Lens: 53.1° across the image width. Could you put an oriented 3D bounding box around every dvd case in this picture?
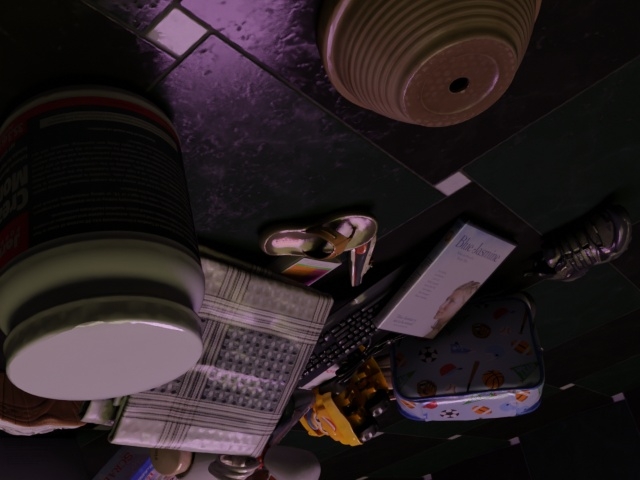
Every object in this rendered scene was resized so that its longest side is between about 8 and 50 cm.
[{"bbox_3d":[0.226,0.076,1.146,0.180,0.022,0.253,18,117,-43],"label":"dvd case"}]

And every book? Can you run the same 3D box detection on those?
[{"bbox_3d":[-0.048,0.057,1.053,0.144,0.035,0.096,-35,146,30],"label":"book"}]

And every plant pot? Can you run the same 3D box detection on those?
[{"bbox_3d":[0.123,-0.195,0.649,0.238,0.109,0.237,-13,149,-8],"label":"plant pot"}]

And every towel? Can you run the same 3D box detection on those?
[{"bbox_3d":[-0.160,0.178,0.969,0.324,0.056,0.312,22,97,-32],"label":"towel"}]

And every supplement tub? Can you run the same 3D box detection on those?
[{"bbox_3d":[-0.220,-0.001,0.638,0.191,0.272,0.191,-12,149,-7],"label":"supplement tub"}]

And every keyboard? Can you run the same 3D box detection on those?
[{"bbox_3d":[0.085,0.167,1.173,0.317,0.033,0.201,-34,139,-5],"label":"keyboard"}]

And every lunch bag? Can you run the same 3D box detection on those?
[{"bbox_3d":[0.289,0.226,1.268,0.304,0.243,0.115,-7,137,9],"label":"lunch bag"}]

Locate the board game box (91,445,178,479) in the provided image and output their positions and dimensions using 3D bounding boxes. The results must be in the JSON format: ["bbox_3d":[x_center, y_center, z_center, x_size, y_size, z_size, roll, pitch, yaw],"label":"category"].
[{"bbox_3d":[-0.340,0.476,1.385,0.318,0.066,0.318,-49,158,-22],"label":"board game box"}]

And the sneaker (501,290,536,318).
[{"bbox_3d":[0.331,0.196,1.399,0.145,0.090,0.270,6,145,-37],"label":"sneaker"}]

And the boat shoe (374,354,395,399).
[{"bbox_3d":[0.103,0.356,1.529,0.341,0.110,0.121,-15,149,-2],"label":"boat shoe"}]

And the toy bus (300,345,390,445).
[{"bbox_3d":[0.018,0.349,1.381,0.212,0.149,0.220,-26,-170,27],"label":"toy bus"}]

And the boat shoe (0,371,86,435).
[{"bbox_3d":[-0.547,0.311,1.161,0.096,0.098,0.277,-25,150,12],"label":"boat shoe"}]

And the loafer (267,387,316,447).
[{"bbox_3d":[-0.095,0.373,1.290,0.084,0.096,0.267,-2,147,-34],"label":"loafer"}]

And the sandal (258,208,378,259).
[{"bbox_3d":[0.000,0.000,0.948,0.180,0.049,0.072,-7,128,-10],"label":"sandal"}]

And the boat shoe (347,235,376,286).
[{"bbox_3d":[0.067,0.030,1.048,0.043,0.049,0.137,-9,143,-5],"label":"boat shoe"}]

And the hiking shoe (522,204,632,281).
[{"bbox_3d":[0.471,0.016,1.178,0.114,0.086,0.227,-6,149,-22],"label":"hiking shoe"}]

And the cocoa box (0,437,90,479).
[{"bbox_3d":[-0.686,0.568,1.324,0.347,0.231,0.227,18,110,-43],"label":"cocoa box"}]

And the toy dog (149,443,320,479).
[{"bbox_3d":[-0.170,0.442,1.192,0.220,0.160,0.334,3,180,-41],"label":"toy dog"}]

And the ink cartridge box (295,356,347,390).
[{"bbox_3d":[-0.088,0.249,1.276,0.237,0.100,0.172,-37,144,31],"label":"ink cartridge box"}]
